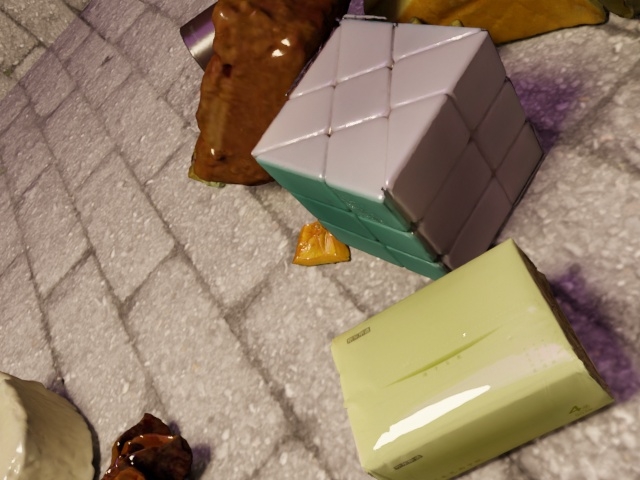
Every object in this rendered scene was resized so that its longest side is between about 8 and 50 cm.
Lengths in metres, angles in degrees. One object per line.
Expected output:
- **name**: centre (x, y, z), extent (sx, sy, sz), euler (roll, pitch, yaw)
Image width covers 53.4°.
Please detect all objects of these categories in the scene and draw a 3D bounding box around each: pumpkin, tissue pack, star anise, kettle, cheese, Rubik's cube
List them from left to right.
- **cheese**: centre (-0.520, 0.367, 1.016), extent (0.292, 0.153, 0.332), euler (-48, 43, 1)
- **star anise**: centre (-0.258, 0.341, 0.838), extent (0.220, 0.126, 0.190), euler (-44, 29, -14)
- **kettle**: centre (-0.147, -0.427, 1.304), extent (0.232, 0.144, 0.202), euler (-32, 64, 14)
- **pumpkin**: centre (-0.002, 0.001, 0.937), extent (0.101, 0.035, 0.073), euler (-11, 57, 32)
- **Rubik's cube**: centre (0.098, -0.109, 0.780), extent (0.231, 0.224, 0.221), euler (23, 76, 42)
- **tissue pack**: centre (0.143, 0.132, 0.650), extent (0.234, 0.125, 0.159), euler (-32, 44, 19)

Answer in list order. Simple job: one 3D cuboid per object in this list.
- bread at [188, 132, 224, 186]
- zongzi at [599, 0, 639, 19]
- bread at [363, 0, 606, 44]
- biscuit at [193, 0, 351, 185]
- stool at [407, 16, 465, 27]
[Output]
- **bread**: centre (-0.186, -0.170, 1.194), extent (0.117, 0.064, 0.156), euler (-11, 53, 36)
- **zongzi**: centre (0.292, -0.468, 0.702), extent (0.174, 0.393, 0.356), euler (-26, 73, 36)
- **bread**: centre (0.235, -0.389, 1.013), extent (0.362, 0.245, 0.233), euler (-35, 35, 62)
- **biscuit**: centre (-0.060, -0.304, 0.989), extent (0.342, 0.166, 0.395), euler (110, 177, -55)
- **stool**: centre (0.164, -0.246, 0.921), extent (0.134, 0.110, 0.135), euler (-24, 47, 26)
